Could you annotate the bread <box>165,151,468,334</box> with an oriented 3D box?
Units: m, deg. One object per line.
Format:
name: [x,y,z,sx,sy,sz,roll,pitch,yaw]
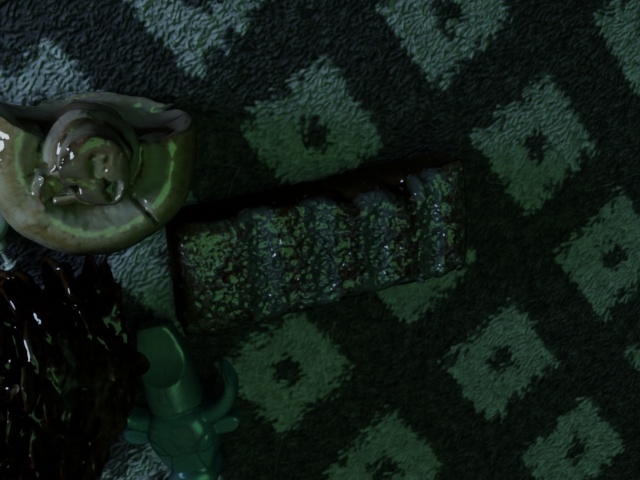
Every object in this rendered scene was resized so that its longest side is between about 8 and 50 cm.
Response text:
bread: [0.000,0.000,1.354,0.417,0.113,0.165,-14,110,-16]

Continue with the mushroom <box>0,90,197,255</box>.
mushroom: [-0.269,-0.069,1.180,0.254,0.195,0.188,-4,112,-17]

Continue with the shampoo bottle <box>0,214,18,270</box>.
shampoo bottle: [-0.410,-0.029,1.219,0.077,0.045,0.151,-30,114,-12]

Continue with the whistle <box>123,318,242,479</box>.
whistle: [-0.191,0.234,1.370,0.186,0.093,0.273,-10,111,11]

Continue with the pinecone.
pinecone: [-0.343,0.167,1.159,0.296,0.242,0.298,-3,92,-55]
